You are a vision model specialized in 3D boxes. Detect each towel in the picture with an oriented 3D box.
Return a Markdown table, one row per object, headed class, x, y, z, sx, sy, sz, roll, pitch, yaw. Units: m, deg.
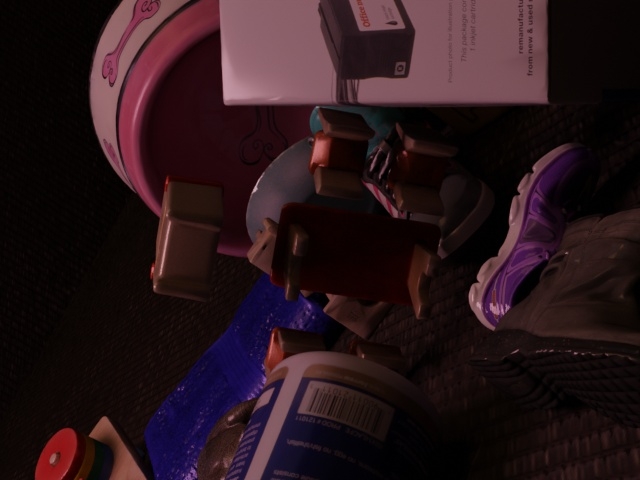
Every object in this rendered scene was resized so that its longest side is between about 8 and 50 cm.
| class | x | y | z | sx | sy | sz | roll | pitch | yaw |
| --- | --- | --- | --- | --- | --- | --- | --- | --- | --- |
| towel | -0.103 | 0.167 | 1.445 | 0.308 | 0.076 | 0.227 | -54 | 15 | 3 |

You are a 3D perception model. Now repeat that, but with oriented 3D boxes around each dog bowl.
| class | x | y | z | sx | sy | sz | roll | pitch | yaw |
| --- | --- | --- | --- | --- | --- | --- | --- | --- | --- |
| dog bowl | -0.069 | -0.156 | 1.459 | 0.408 | 0.408 | 0.150 | -50 | 32 | 17 |

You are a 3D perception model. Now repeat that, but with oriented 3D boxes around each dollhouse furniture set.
| class | x | y | z | sx | sy | sz | roll | pitch | yaw |
| --- | --- | --- | --- | --- | --- | --- | --- | --- | --- |
| dollhouse furniture set | -0.020 | 0.006 | 1.106 | 0.135 | 0.259 | 0.262 | -107 | 28 | -72 |
| dollhouse furniture set | 0.000 | 0.000 | 1.323 | 0.101 | 0.161 | 0.182 | -54 | 17 | 5 |

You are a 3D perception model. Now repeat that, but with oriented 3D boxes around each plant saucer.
| class | x | y | z | sx | sy | sz | roll | pitch | yaw |
| --- | --- | --- | --- | --- | --- | --- | --- | --- | --- |
| plant saucer | 0.009 | -0.041 | 1.398 | 0.195 | 0.195 | 0.037 | -51 | 48 | 16 |

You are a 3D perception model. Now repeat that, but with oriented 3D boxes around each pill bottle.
| class | x | y | z | sx | sy | sz | roll | pitch | yaw |
| --- | --- | --- | --- | --- | --- | --- | --- | --- | --- |
| pill bottle | -0.012 | 0.230 | 0.916 | 0.153 | 0.153 | 0.264 | -34 | 26 | 51 |

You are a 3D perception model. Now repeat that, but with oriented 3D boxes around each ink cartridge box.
| class | x | y | z | sx | sy | sz | roll | pitch | yaw |
| --- | --- | --- | --- | --- | --- | --- | --- | --- | --- |
| ink cartridge box | 0.099 | -0.179 | 1.029 | 0.307 | 0.223 | 0.129 | 4 | 99 | 34 |

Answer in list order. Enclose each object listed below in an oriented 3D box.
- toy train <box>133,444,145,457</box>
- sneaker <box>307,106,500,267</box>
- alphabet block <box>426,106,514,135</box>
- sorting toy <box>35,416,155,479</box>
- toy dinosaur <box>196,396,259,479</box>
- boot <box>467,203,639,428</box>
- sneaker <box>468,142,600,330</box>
| class | x | y | z | sx | sy | sz | roll | pitch | yaw |
| --- | --- | --- | --- | --- | --- | --- | --- | --- | --- |
| toy train | -0.332 | 0.357 | 1.735 | 0.184 | 0.080 | 0.105 | -45 | 10 | 35 |
| sneaker | 0.076 | -0.090 | 1.235 | 0.124 | 0.178 | 0.295 | -44 | 17 | 6 |
| alphabet block | 0.166 | -0.266 | 1.312 | 0.193 | 0.197 | 0.192 | -30 | 29 | 56 |
| sorting toy | -0.327 | 0.373 | 1.528 | 0.257 | 0.089 | 0.255 | -55 | 33 | 2 |
| toy dinosaur | -0.070 | 0.208 | 1.194 | 0.160 | 0.121 | 0.313 | -33 | 28 | 24 |
| boot | 0.205 | 0.036 | 0.821 | 0.161 | 0.083 | 0.246 | -54 | 16 | -15 |
| sneaker | 0.190 | 0.003 | 0.983 | 0.071 | 0.068 | 0.170 | 22 | 86 | 58 |
